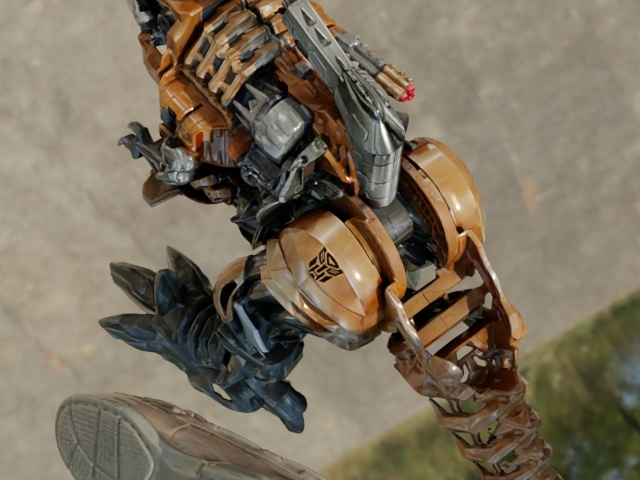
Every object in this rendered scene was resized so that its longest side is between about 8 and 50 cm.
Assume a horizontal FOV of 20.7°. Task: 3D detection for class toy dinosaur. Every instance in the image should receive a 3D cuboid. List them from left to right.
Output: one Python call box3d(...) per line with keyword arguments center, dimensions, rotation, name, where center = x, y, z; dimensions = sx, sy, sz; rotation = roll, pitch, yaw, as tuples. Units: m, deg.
box3d(center=(0.000, 0.000, 0.770), dimensions=(0.164, 0.322, 0.218), rotation=(-12, 170, -19), name="toy dinosaur")

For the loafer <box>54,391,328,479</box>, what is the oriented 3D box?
box3d(center=(-0.044, 0.084, 0.625), dimensions=(0.125, 0.045, 0.039), rotation=(19, -159, 41), name="loafer")
